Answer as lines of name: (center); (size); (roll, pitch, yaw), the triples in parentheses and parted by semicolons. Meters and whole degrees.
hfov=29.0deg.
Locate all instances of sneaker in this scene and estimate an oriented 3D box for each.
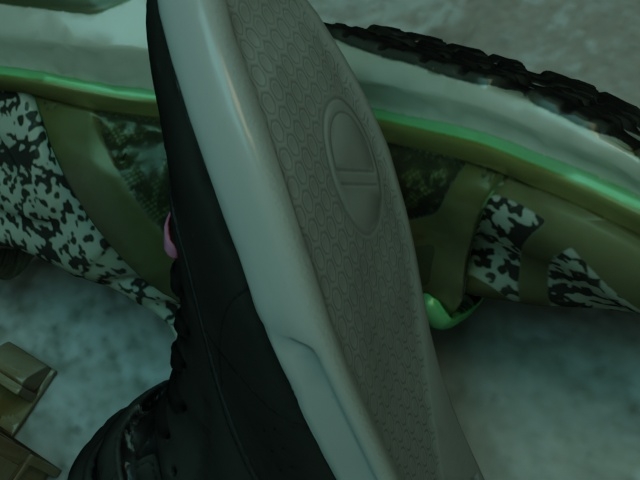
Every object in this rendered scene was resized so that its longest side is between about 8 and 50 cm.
sneaker: (0.000, 0.000, 0.515); (0.410, 0.158, 0.182); (19, 104, 23)
sneaker: (-0.038, 0.049, 0.416); (0.147, 0.296, 0.104); (-8, 26, 22)

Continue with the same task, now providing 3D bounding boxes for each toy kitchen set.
toy kitchen set: (-0.156, 0.071, 0.538); (0.083, 0.075, 0.068); (27, 76, 22)
